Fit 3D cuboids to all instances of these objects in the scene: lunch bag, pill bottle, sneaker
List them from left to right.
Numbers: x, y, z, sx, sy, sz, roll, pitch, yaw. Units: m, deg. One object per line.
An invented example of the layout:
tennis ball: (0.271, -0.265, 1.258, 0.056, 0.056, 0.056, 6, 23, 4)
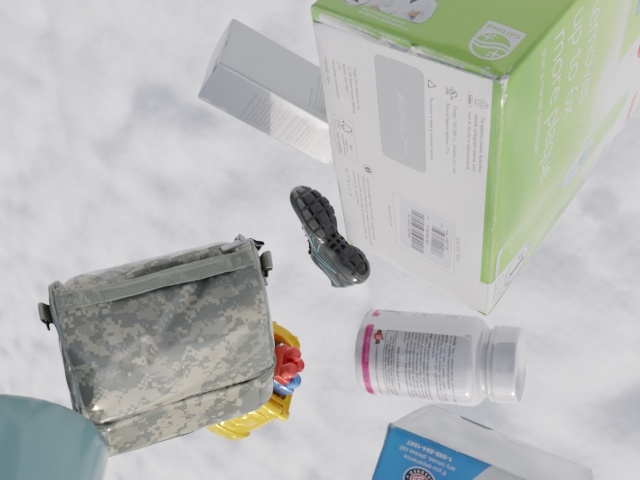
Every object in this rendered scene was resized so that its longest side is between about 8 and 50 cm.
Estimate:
lunch bag: (-0.213, 0.128, 1.093, 0.256, 0.305, 0.212, 97, 155, -50)
sneaker: (0.000, 0.000, 1.788, 0.106, 0.101, 0.267, -29, 96, 46)
pill bottle: (0.217, 0.212, 1.411, 0.283, 0.160, 0.160, 2, 111, 23)

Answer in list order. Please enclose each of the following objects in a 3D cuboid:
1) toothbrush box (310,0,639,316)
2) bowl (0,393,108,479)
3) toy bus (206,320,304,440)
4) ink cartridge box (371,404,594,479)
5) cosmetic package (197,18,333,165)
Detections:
toothbrush box: (0.135, -0.127, 0.513, 0.122, 0.283, 0.206, 28, 150, 26)
bowl: (-0.383, 0.323, 0.855, 0.163, 0.312, 0.311, -114, 32, -42)
toy bus: (-0.105, 0.208, 1.347, 0.211, 0.220, 0.149, -26, 129, 35)
ink cartridge box: (0.121, 0.291, 0.691, 0.171, 0.168, 0.232, 19, 91, 19)
cosmetic package: (-0.059, -0.222, 1.188, 0.231, 0.117, 0.085, 26, 136, -19)
